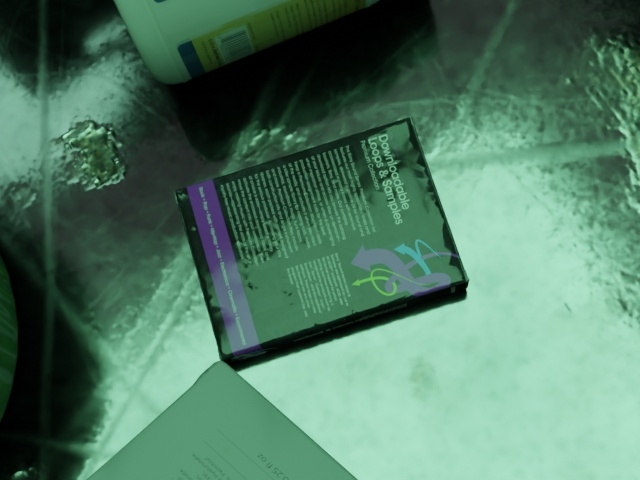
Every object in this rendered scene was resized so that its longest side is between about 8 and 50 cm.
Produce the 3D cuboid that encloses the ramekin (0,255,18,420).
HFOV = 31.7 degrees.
[{"bbox_3d":[-0.333,0.057,0.672,0.303,0.148,0.303,-2,73,6],"label":"ramekin"}]

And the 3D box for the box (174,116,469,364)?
[{"bbox_3d":[0.000,0.000,0.717,0.162,0.029,0.116,-17,74,2],"label":"box"}]

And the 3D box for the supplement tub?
[{"bbox_3d":[-0.039,-0.198,0.718,0.199,0.144,0.144,-22,73,-1],"label":"supplement tub"}]

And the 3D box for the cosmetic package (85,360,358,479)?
[{"bbox_3d":[-0.016,0.281,0.548,0.377,0.097,0.284,40,53,15],"label":"cosmetic package"}]
